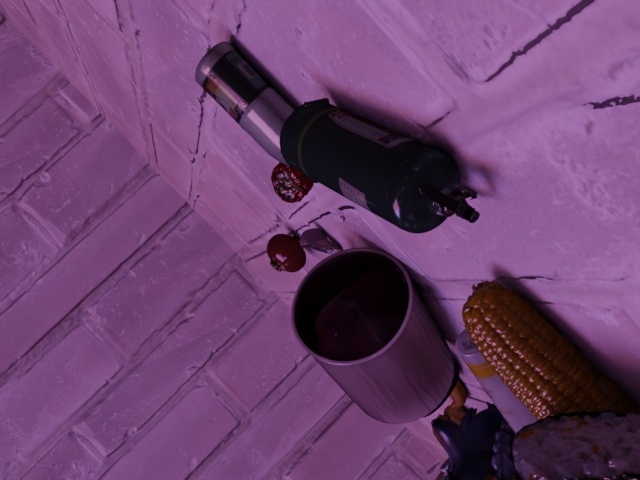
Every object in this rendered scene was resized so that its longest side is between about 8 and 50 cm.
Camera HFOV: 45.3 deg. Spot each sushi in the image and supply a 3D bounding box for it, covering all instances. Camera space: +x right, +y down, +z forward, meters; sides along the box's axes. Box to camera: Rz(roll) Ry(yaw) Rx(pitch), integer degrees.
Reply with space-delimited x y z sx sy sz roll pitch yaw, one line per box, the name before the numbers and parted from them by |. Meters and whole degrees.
sushi | 0.306 0.244 0.782 0.225 0.136 0.126 -20 96 38

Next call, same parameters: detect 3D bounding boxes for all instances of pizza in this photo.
pizza | 0.255 0.295 1.628 0.131 0.041 0.178 42 169 28

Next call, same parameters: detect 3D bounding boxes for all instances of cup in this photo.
cup | 0.075 0.158 1.331 0.288 0.208 0.273 25 160 41

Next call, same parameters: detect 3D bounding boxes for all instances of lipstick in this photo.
lipstick | 0.291 0.233 1.207 0.059 0.059 0.264 30 161 54

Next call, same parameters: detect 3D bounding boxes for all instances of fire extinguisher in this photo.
fire extinguisher | 0.073 -0.072 0.812 0.118 0.093 0.294 20 -171 -42

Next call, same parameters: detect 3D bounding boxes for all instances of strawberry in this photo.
strawberry | -0.042 -0.102 1.233 0.073 0.073 0.083 47 -154 -7

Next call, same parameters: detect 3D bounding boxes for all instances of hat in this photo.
hat | 0.003 -0.001 1.504 0.087 0.042 0.058 10 172 6

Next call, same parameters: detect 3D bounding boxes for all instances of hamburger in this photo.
hamburger | 0.356 0.480 1.791 0.214 0.108 0.214 48 173 8

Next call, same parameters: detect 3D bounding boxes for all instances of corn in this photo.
corn | 0.281 0.173 0.901 0.313 0.102 0.102 44 169 4

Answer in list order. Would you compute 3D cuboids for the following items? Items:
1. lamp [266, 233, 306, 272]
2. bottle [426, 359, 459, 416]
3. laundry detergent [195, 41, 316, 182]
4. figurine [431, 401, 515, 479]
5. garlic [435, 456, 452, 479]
lamp | -0.078 0.030 1.766 0.101 0.090 0.101 40 170 9
bottle | 0.142 0.220 1.534 0.271 0.143 0.156 36 -155 31
laundry detergent | -0.072 -0.168 1.054 0.225 0.070 0.099 45 161 -1
figurine | 0.303 0.411 1.357 0.197 0.175 0.265 26 -134 -58
garlic | 0.377 0.558 1.562 0.321 0.241 0.322 26 145 21
